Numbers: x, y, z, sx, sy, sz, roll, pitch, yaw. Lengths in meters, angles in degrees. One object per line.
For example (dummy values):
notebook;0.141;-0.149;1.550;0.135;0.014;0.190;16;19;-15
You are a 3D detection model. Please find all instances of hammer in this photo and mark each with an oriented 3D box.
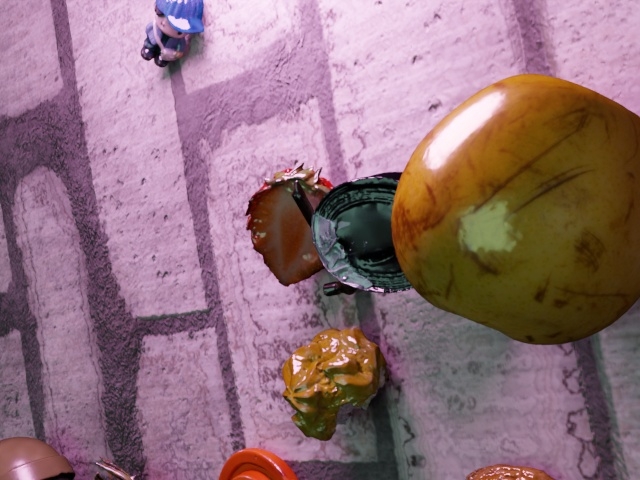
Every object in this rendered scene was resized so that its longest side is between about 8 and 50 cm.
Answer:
hammer;0.000;0.000;1.411;0.065;0.021;0.178;-18;114;27

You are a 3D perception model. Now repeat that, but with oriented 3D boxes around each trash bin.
trash bin;-0.545;0.533;2.002;0.214;0.214;0.334;-40;72;42

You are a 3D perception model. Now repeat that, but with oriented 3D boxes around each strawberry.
strawberry;-0.025;-0.021;1.460;0.146;0.082;0.187;22;122;16

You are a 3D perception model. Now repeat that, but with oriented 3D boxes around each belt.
belt;0.082;-0.009;1.324;0.198;0.078;0.151;4;101;31

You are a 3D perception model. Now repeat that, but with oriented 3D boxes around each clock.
clock;-0.091;0.419;1.612;0.205;0.051;0.205;6;99;46

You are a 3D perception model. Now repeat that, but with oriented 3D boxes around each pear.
pear;0.214;-0.031;1.074;0.280;0.280;0.281;8;101;46

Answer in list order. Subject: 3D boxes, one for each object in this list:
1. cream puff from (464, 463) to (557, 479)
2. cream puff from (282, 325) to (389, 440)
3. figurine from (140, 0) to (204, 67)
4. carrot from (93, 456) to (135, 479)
cream puff;0.191;0.356;1.212;0.183;0.169;0.183;9;103;45
cream puff;0.011;0.188;1.410;0.121;0.156;0.156;51;131;7
figurine;-0.229;-0.333;1.651;0.149;0.086;0.087;-45;22;53
carrot;-0.360;0.518;1.814;0.193;0.214;0.331;35;129;5
